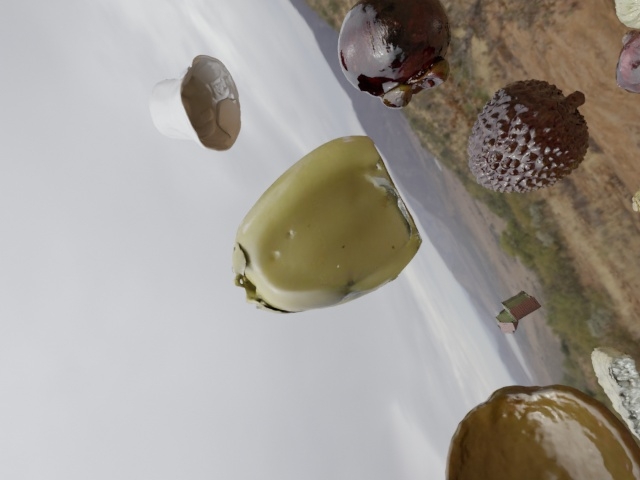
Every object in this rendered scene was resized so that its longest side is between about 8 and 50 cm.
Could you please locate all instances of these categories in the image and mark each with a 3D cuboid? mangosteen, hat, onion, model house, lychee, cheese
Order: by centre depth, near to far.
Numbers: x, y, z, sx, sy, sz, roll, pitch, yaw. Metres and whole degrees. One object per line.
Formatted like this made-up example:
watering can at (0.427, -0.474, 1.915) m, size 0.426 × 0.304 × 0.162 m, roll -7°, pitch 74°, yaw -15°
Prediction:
mangosteen at (0.099, -0.248, 0.627) m, size 0.153 × 0.152 × 0.152 m, roll 56°, pitch -168°, yaw -19°
cheese at (0.000, 0.000, 0.797) m, size 0.260 × 0.315 × 0.128 m, roll 56°, pitch 172°, yaw -10°
hat at (-0.261, -0.268, 0.973) m, size 0.203 × 0.126 × 0.203 m, roll 0°, pitch -90°, yaw -66°
model house at (0.404, 0.151, 0.984) m, size 0.057 × 0.083 × 0.058 m, roll 61°, pitch 179°, yaw -23°
lychee at (0.554, -0.275, 1.289) m, size 0.305 × 0.330 × 0.306 m, roll 27°, pitch -140°, yaw -25°
onion at (1.036, -0.583, 1.491) m, size 0.252 × 0.252 × 0.219 m, roll 44°, pitch -166°, yaw -54°

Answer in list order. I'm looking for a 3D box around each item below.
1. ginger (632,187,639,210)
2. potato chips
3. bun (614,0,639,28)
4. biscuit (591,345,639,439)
ginger at (0.683, -0.146, 0.929) m, size 0.133 × 0.214 × 0.059 m, roll 50°, pitch -170°, yaw -7°
potato chips at (0.220, 0.247, 0.458) m, size 0.208 × 0.195 × 0.062 m, roll 46°, pitch 173°, yaw 43°
bun at (0.628, -0.465, 0.914) m, size 0.115 × 0.115 × 0.069 m, roll 55°, pitch -160°, yaw -23°
biscuit at (0.767, 0.387, 1.210) m, size 0.281 × 0.084 × 0.179 m, roll 60°, pitch -173°, yaw -3°
